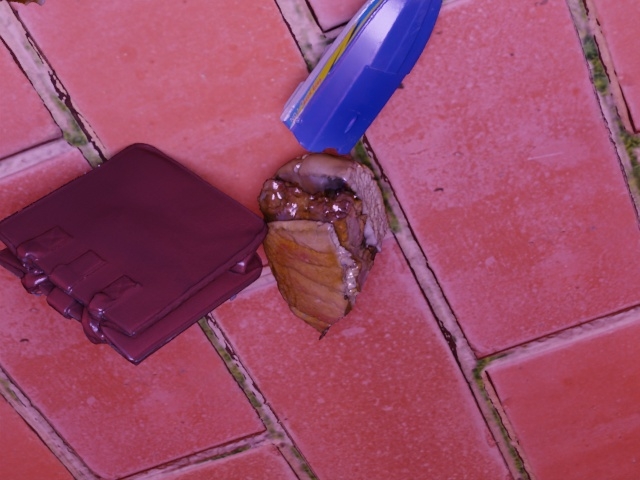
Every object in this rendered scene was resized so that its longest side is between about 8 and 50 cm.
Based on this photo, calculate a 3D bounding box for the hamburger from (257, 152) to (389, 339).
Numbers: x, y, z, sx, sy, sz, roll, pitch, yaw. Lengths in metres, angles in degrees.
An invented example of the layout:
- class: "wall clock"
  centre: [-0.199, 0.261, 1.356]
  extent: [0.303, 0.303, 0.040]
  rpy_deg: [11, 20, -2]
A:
- class: "hamburger"
  centre: [0.000, 0.000, 1.816]
  extent: [0.245, 0.155, 0.282]
  rpy_deg: [40, 151, -17]

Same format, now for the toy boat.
- class: "toy boat"
  centre: [0.069, -0.246, 1.677]
  extent: [0.129, 0.088, 0.295]
  rpy_deg: [0, 134, -52]

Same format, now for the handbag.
- class: "handbag"
  centre: [-0.236, 0.007, 1.700]
  extent: [0.260, 0.275, 0.084]
  rpy_deg: [33, 136, 20]

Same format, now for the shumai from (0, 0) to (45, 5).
- class: "shumai"
  centre: [-0.338, -0.329, 1.545]
  extent: [0.145, 0.116, 0.146]
  rpy_deg: [-3, 129, -4]
